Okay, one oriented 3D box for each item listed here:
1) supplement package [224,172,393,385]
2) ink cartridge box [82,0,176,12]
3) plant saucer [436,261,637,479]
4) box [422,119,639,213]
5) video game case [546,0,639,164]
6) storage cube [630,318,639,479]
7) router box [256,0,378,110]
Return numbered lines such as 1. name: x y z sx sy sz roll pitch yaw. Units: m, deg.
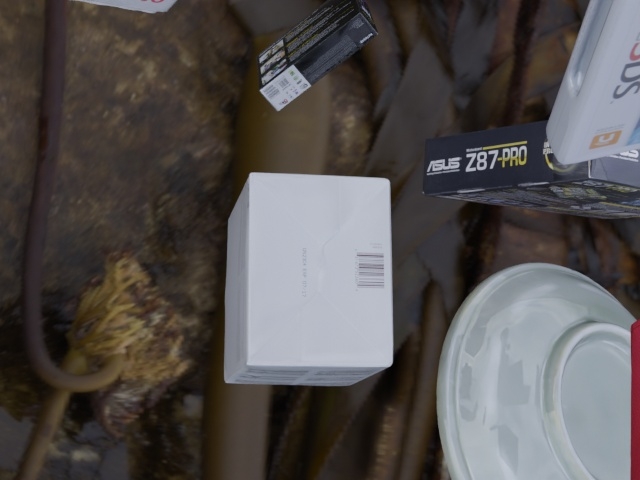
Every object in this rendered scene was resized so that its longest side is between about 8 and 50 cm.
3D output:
1. supplement package: -0.017 0.049 1.240 0.149 0.203 0.194 3 78 -10
2. ink cartridge box: -0.225 -0.438 1.502 0.226 0.306 0.131 2 66 -42
3. plant saucer: 0.317 0.209 1.377 0.400 0.100 0.400 13 67 -33
4. box: 0.392 -0.093 1.658 0.395 0.318 0.097 6 87 -35
5. video game case: 0.189 -0.094 0.401 0.201 0.183 0.023 -13 67 -5
6. storage cube: 0.341 0.144 0.802 0.184 0.215 0.193 33 47 -24
7. router box: -0.008 -0.274 1.652 0.179 0.133 0.046 -36 117 15
